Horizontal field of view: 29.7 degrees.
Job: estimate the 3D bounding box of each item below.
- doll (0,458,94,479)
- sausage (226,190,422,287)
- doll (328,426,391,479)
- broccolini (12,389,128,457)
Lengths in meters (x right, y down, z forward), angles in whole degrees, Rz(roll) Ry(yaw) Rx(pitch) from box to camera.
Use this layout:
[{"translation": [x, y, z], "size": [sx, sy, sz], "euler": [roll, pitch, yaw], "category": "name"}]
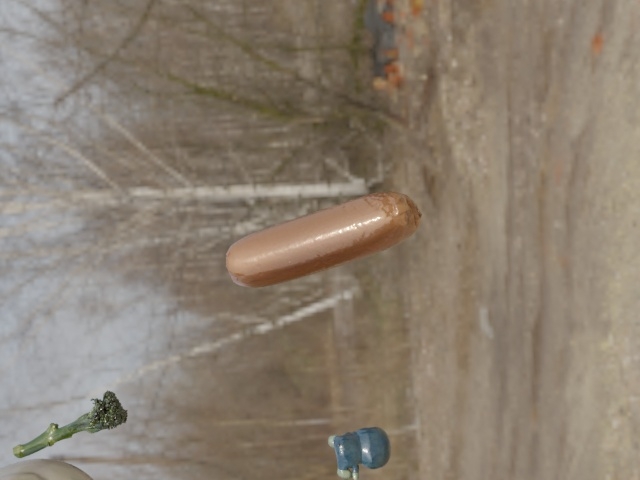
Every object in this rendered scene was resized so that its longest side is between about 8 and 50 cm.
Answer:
[{"translation": [-0.382, 0.417, 1.585], "size": [0.221, 0.251, 0.221], "euler": [47, 159, 24], "category": "doll"}, {"translation": [0.000, 0.000, 1.680], "size": [0.086, 0.289, 0.086], "euler": [-16, -90, -72], "category": "sausage"}, {"translation": [0.058, 0.295, 1.685], "size": [0.050, 0.083, 0.076], "euler": [97, 162, -60], "category": "doll"}, {"translation": [-0.410, 0.312, 1.943], "size": [0.067, 0.216, 0.058], "euler": [46, -157, -45], "category": "broccolini"}]
